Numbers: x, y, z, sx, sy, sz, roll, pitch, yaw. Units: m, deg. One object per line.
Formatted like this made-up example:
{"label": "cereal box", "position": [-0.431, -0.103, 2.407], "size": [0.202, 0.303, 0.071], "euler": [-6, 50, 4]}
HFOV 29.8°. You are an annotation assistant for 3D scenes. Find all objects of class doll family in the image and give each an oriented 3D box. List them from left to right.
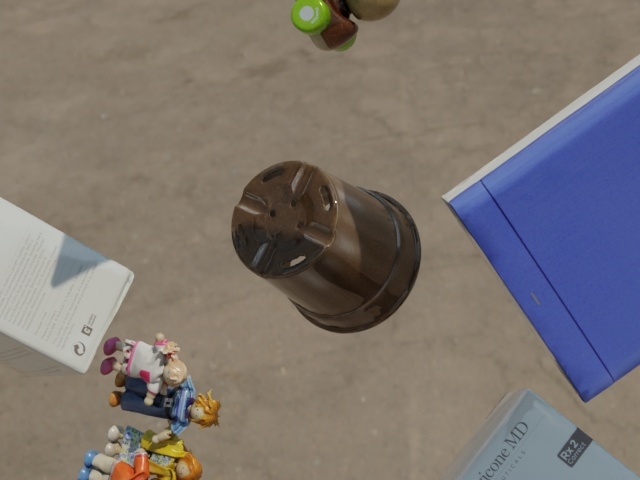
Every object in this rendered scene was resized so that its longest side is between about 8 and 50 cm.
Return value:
{"label": "doll family", "position": [-0.224, 0.255, 1.691], "size": [0.163, 0.263, 0.118], "euler": [13, 5, 28]}

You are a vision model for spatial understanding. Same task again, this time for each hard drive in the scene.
{"label": "hard drive", "position": [0.285, -0.043, 0.964], "size": [0.318, 0.210, 0.040], "euler": [-36, 16, 1]}

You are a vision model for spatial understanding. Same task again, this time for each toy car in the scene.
{"label": "toy car", "position": [0.057, -0.360, 1.670], "size": [0.188, 0.149, 0.155], "euler": [-20, -7, 17]}

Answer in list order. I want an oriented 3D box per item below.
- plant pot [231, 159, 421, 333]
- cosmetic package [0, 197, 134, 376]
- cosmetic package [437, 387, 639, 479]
{"label": "plant pot", "position": [0.000, 0.000, 1.271], "size": [0.166, 0.165, 0.167], "euler": [-9, 70, 25]}
{"label": "cosmetic package", "position": [-0.459, 0.022, 1.489], "size": [0.217, 0.385, 0.156], "euler": [-9, 52, 55]}
{"label": "cosmetic package", "position": [0.233, 0.273, 1.275], "size": [0.151, 0.183, 0.151], "euler": [-51, -5, -10]}
